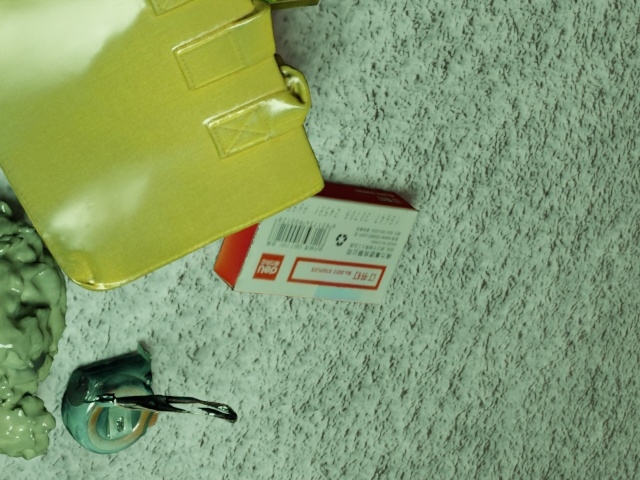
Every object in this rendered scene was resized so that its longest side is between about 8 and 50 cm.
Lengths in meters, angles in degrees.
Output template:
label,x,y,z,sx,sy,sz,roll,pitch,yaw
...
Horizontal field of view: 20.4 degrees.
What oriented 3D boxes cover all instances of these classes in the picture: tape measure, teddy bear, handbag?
label,x,y,z,sx,sy,sz,roll,pitch,yaw
tape measure,-0.180,0.191,1.825,0.104,0.180,0.107,-28,131,-44
teddy bear,-0.351,0.145,1.635,0.367,0.224,0.357,-55,150,0
handbag,-0.168,-0.160,1.585,0.283,0.133,0.401,-18,131,4

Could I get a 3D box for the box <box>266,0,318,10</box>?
label,x,y,z,sx,sy,sz,roll,pitch,yaw
box,-0.073,-0.253,1.686,0.133,0.090,0.023,-13,141,-34

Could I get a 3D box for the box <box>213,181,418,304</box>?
label,x,y,z,sx,sy,sz,roll,pitch,yaw
box,0.000,0.000,1.929,0.229,0.050,0.123,6,114,-41
